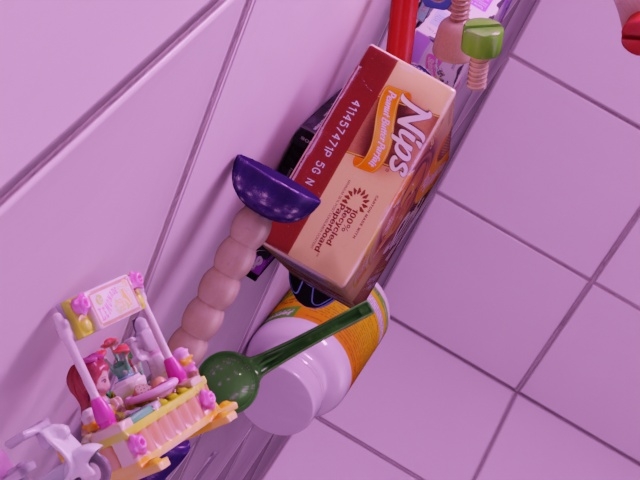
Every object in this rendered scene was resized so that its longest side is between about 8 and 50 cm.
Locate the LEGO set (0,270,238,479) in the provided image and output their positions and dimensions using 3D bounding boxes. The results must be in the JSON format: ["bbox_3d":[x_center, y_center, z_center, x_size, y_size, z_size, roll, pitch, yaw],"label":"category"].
[{"bbox_3d":[-0.130,0.084,0.876,0.132,0.107,0.287,-25,-179,4],"label":"LEGO set"}]

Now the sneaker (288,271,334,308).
[{"bbox_3d":[0.000,0.000,1.531,0.090,0.081,0.232,-50,162,-46],"label":"sneaker"}]

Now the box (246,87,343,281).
[{"bbox_3d":[-0.020,-0.052,1.305,0.162,0.029,0.116,-61,175,29],"label":"box"}]

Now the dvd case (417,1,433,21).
[{"bbox_3d":[0.142,-0.296,1.540,0.119,0.013,0.087,-52,171,-48],"label":"dvd case"}]

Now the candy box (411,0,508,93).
[{"bbox_3d":[0.164,-0.248,1.690,0.196,0.070,0.165,-57,174,-30],"label":"candy box"}]

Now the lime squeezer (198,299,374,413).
[{"bbox_3d":[-0.095,0.123,1.221,0.310,0.059,0.110,-25,160,-35],"label":"lime squeezer"}]

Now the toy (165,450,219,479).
[{"bbox_3d":[-0.195,0.293,1.419,0.237,0.056,0.137,-54,178,-5],"label":"toy"}]

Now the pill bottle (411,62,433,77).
[{"bbox_3d":[0.089,-0.156,1.522,0.067,0.067,0.120,-61,174,15],"label":"pill bottle"}]

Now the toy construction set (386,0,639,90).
[{"bbox_3d":[0.190,-0.291,1.255,0.309,0.257,0.237,-28,137,-35],"label":"toy construction set"}]

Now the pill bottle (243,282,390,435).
[{"bbox_3d":[-0.012,0.137,1.798,0.136,0.136,0.245,-63,173,33],"label":"pill bottle"}]

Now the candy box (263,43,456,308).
[{"bbox_3d":[0.039,-0.042,1.267,0.183,0.088,0.316,-59,174,-4],"label":"candy box"}]

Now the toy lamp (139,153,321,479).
[{"bbox_3d":[-0.094,0.073,1.053,0.274,0.080,0.080,-59,174,7],"label":"toy lamp"}]
